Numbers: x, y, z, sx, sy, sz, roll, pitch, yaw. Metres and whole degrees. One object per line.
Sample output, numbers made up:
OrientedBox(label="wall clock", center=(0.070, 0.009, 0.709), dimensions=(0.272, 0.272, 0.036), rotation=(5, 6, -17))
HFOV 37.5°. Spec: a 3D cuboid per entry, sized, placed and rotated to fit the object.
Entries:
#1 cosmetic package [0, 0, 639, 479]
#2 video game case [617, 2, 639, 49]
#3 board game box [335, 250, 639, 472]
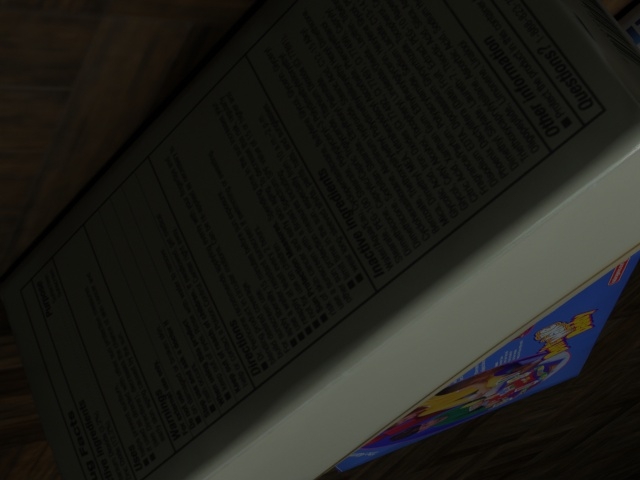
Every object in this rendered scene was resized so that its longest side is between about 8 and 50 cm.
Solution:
OrientedBox(label="cosmetic package", center=(0.000, 0.000, 0.431), dimensions=(0.309, 0.160, 0.113), rotation=(-40, 152, 27))
OrientedBox(label="video game case", center=(0.293, -0.113, 0.649), dimensions=(0.300, 0.036, 0.329), rotation=(-41, 151, 24))
OrientedBox(label="board game box", center=(0.085, 0.072, 0.688), dimensions=(0.233, 0.078, 0.347), rotation=(-23, 159, 0))
